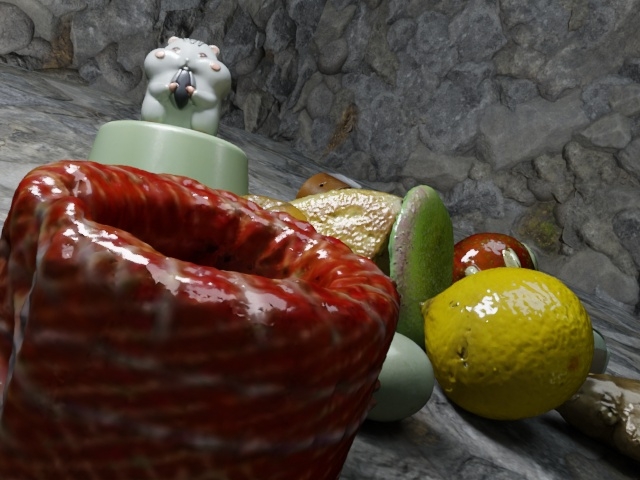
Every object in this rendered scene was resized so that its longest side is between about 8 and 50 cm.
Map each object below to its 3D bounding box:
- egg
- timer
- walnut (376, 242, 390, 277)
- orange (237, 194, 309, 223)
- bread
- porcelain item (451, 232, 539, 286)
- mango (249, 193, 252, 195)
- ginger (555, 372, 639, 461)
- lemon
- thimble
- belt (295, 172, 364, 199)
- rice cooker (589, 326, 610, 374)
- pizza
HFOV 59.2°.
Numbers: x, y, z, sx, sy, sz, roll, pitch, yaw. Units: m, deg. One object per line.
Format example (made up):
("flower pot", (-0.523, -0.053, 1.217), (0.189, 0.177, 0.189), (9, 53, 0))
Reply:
("egg", (0.072, 0.169, 0.713), (0.152, 0.114, 0.114), (13, 15, -19))
("timer", (-0.247, -0.199, 0.990), (0.290, 0.315, 0.291), (9, -4, 1))
("walnut", (0.114, 0.019, 1.144), (0.261, 0.225, 0.225), (17, 12, -47))
("orange", (-0.113, 0.029, 0.778), (0.249, 0.183, 0.249), (5, 11, -1))
("bread", (0.185, 0.055, 0.997), (0.045, 0.301, 0.301), (2, 2, 30))
("porcelain item", (0.378, 0.115, 1.230), (0.253, 0.253, 0.253), (21, 13, -5))
("mango", (-0.192, -0.086, 1.394), (0.103, 0.076, 0.161), (15, 11, -12))
("ginger", (0.487, 0.287, 0.925), (0.270, 0.123, 0.219), (10, 12, -8))
("lemon", (0.288, 0.151, 0.854), (0.253, 0.228, 0.228), (-11, 11, 7))
("thimble", (-0.106, 0.089, 0.499), (0.350, 0.231, 0.350), (20, 11, -4))
("belt", (0.038, -0.071, 1.443), (0.105, 0.184, 0.261), (31, 3, 35))
("rice cooker", (0.466, 0.218, 1.108), (0.206, 0.145, 0.127), (18, 3, -28))
("pizza", (-0.006, -0.009, 1.009), (0.258, 0.268, 0.087), (29, -11, 19))
